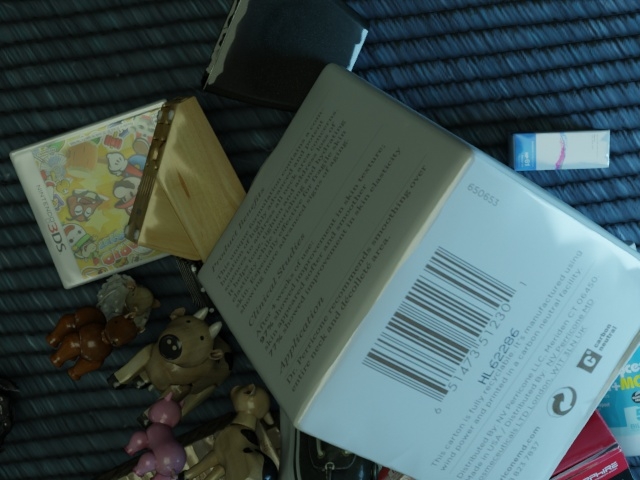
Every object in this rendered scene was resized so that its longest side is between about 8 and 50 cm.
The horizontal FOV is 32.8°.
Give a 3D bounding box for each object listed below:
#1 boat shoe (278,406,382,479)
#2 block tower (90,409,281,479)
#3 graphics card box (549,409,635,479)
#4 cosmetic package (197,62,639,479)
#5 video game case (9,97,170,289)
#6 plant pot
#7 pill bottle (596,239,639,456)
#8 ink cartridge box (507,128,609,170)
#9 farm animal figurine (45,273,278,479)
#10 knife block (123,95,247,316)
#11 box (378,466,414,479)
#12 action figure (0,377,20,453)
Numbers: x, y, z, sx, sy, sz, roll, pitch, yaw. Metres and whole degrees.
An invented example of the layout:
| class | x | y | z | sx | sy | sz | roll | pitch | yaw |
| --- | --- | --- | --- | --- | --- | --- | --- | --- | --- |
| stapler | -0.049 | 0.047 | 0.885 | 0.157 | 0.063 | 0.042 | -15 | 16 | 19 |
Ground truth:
| class | x | y | z | sx | sy | sz | roll | pitch | yaw |
| --- | --- | --- | --- | --- | --- | --- | --- | --- | --- |
| boat shoe | 0.021 | 0.268 | 1.359 | 0.121 | 0.335 | 0.119 | 35 | 113 | -31 |
| block tower | -0.198 | 0.331 | 1.525 | 0.336 | 0.097 | 0.091 | -26 | 94 | 6 |
| graphics card box | 0.313 | 0.392 | 1.395 | 0.233 | 0.094 | 0.371 | -29 | 126 | 4 |
| cosmetic package | 0.113 | 0.044 | 1.260 | 0.327 | 0.393 | 0.329 | 28 | 100 | -29 |
| video game case | -0.281 | -0.062 | 1.486 | 0.227 | 0.026 | 0.206 | -19 | 105 | 2 |
| plant pot | -0.043 | -0.254 | 1.402 | 0.167 | 0.188 | 0.187 | 22 | 98 | -12 |
| pill bottle | 0.390 | 0.137 | 1.424 | 0.146 | 0.146 | 0.264 | -13 | 96 | 6 |
| ink cartridge box | 0.311 | -0.120 | 1.426 | 0.123 | 0.088 | 0.052 | -3 | 97 | 5 |
| farm animal figurine | -0.169 | 0.176 | 1.391 | 0.172 | 0.327 | 0.330 | -41 | 95 | 3 |
| knife block | -0.125 | -0.032 | 1.452 | 0.242 | 0.088 | 0.275 | 15 | 91 | -23 |
| box | 0.039 | 0.406 | 1.469 | 0.300 | 0.154 | 0.142 | -46 | 114 | 8 |
| action figure | -0.507 | 0.277 | 1.521 | 0.164 | 0.141 | 0.275 | 5 | 99 | 16 |
